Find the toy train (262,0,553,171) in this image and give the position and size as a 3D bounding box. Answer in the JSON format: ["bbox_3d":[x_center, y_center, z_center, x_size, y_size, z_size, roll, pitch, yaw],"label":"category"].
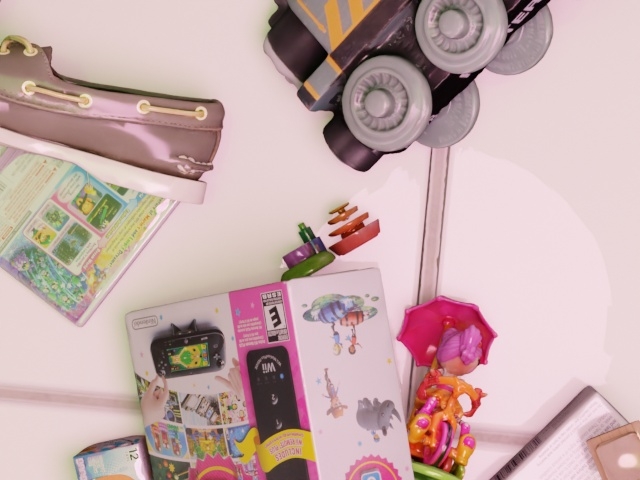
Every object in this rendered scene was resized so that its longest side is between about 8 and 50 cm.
[{"bbox_3d":[0.096,-0.212,1.563,0.334,0.142,0.190,-46,72,24],"label":"toy train"}]

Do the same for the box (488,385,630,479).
[{"bbox_3d":[0.229,0.213,1.626,0.126,0.072,0.137,-44,90,2],"label":"box"}]

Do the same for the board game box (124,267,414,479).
[{"bbox_3d":[-0.033,0.187,1.548,0.097,0.224,0.303,-9,88,-39],"label":"board game box"}]

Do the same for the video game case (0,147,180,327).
[{"bbox_3d":[-0.210,-0.031,1.653,0.143,0.019,0.157,38,90,-1],"label":"video game case"}]

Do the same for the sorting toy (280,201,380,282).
[{"bbox_3d":[0.000,0.000,1.632,0.102,0.061,0.042,-30,90,-22],"label":"sorting toy"}]

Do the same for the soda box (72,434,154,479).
[{"bbox_3d":[-0.156,0.258,1.633,0.058,0.063,0.183,-13,91,2],"label":"soda box"}]

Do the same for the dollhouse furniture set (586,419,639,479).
[{"bbox_3d":[0.180,0.360,1.586,0.303,0.174,0.355,-21,85,6],"label":"dollhouse furniture set"}]

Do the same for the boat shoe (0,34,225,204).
[{"bbox_3d":[-0.228,-0.114,1.584,0.305,0.109,0.091,18,93,-10],"label":"boat shoe"}]

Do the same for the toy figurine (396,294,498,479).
[{"bbox_3d":[0.093,0.121,1.594,0.130,0.173,0.159,22,78,-13],"label":"toy figurine"}]
